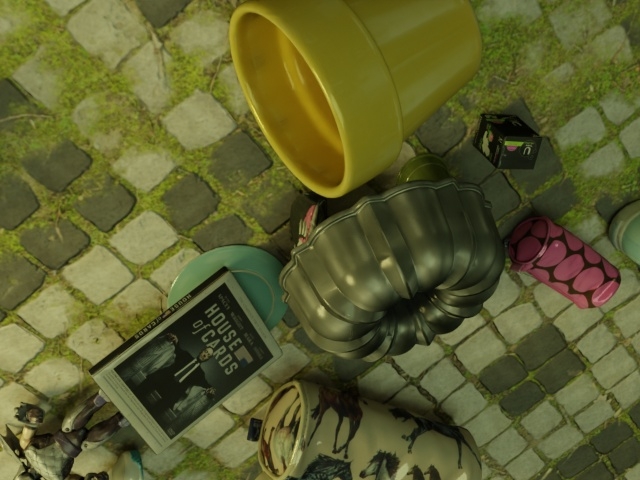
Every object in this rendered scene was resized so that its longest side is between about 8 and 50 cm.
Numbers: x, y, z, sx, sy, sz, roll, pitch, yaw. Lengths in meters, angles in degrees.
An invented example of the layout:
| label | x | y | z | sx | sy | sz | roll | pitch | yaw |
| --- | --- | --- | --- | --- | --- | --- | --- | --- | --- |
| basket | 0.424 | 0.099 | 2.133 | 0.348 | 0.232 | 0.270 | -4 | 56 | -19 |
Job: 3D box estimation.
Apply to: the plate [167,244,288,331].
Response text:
| label | x | y | z | sx | sy | sz | roll | pitch | yaw |
| --- | --- | --- | --- | --- | --- | --- | --- | --- | --- |
| plate | -0.132 | 0.092 | 1.348 | 0.188 | 0.024 | 0.188 | -9 | 124 | -14 |

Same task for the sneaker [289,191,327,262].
| label | x | y | z | sx | sy | sz | roll | pitch | yaw |
| --- | --- | --- | --- | --- | --- | --- | --- | --- | --- |
| sneaker | 0.000 | 0.000 | 1.317 | 0.077 | 0.072 | 0.178 | -11 | 136 | -18 |

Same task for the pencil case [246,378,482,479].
| label | x | y | z | sx | sy | sz | roll | pitch | yaw |
| --- | --- | --- | --- | --- | --- | --- | --- | --- | --- |
| pencil case | 0.086 | 0.359 | 1.508 | 0.410 | 0.160 | 0.183 | 21 | 103 | -29 |

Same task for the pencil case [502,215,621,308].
| label | x | y | z | sx | sy | sz | roll | pitch | yaw |
| --- | --- | --- | --- | --- | --- | --- | --- | --- | --- |
| pencil case | 0.391 | 0.042 | 1.460 | 0.209 | 0.095 | 0.098 | 28 | 78 | -31 |

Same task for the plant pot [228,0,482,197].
| label | x | y | z | sx | sy | sz | roll | pitch | yaw |
| --- | --- | --- | --- | --- | --- | --- | --- | --- | --- |
| plant pot | 0.055 | -0.214 | 1.100 | 0.239 | 0.254 | 0.254 | -30 | 127 | -19 |

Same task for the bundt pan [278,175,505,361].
| label | x | y | z | sx | sy | sz | roll | pitch | yaw |
| --- | --- | --- | --- | --- | --- | --- | --- | --- | --- |
| bundt pan | 0.114 | 0.062 | 1.277 | 0.331 | 0.124 | 0.330 | -17 | 150 | -10 |

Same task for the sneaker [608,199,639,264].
| label | x | y | z | sx | sy | sz | roll | pitch | yaw |
| --- | --- | --- | --- | --- | --- | --- | --- | --- | --- |
| sneaker | 0.668 | -0.015 | 1.482 | 0.366 | 0.150 | 0.135 | -17 | 126 | -9 |

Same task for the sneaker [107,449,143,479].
| label | x | y | z | sx | sy | sz | roll | pitch | yaw |
| --- | --- | --- | --- | --- | --- | --- | --- | --- | --- |
| sneaker | -0.351 | 0.426 | 1.445 | 0.092 | 0.087 | 0.228 | 21 | 110 | -27 |

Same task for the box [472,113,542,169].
| label | x | y | z | sx | sy | sz | roll | pitch | yaw |
| --- | --- | --- | --- | --- | --- | --- | --- | --- | --- |
| box | 0.267 | -0.142 | 1.303 | 0.062 | 0.083 | 0.052 | -1 | 121 | -19 |

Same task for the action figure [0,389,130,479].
| label | x | y | z | sx | sy | sz | roll | pitch | yaw |
| --- | --- | --- | --- | --- | --- | --- | --- | --- | --- |
| action figure | -0.354 | 0.283 | 1.338 | 0.285 | 0.099 | 0.185 | -40 | 109 | -1 |

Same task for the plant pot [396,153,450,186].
| label | x | y | z | sx | sy | sz | roll | pitch | yaw |
| --- | --- | --- | --- | --- | --- | --- | --- | --- | --- |
| plant pot | 0.162 | -0.072 | 1.313 | 0.083 | 0.079 | 0.083 | -9 | 122 | -14 |

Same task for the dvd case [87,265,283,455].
| label | x | y | z | sx | sy | sz | roll | pitch | yaw |
| --- | --- | --- | --- | --- | --- | --- | --- | --- | --- |
| dvd case | -0.187 | 0.173 | 1.305 | 0.239 | 0.029 | 0.179 | -38 | 124 | -13 |
